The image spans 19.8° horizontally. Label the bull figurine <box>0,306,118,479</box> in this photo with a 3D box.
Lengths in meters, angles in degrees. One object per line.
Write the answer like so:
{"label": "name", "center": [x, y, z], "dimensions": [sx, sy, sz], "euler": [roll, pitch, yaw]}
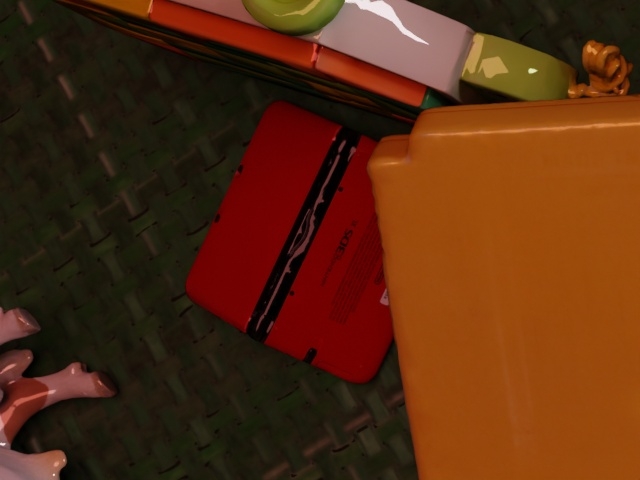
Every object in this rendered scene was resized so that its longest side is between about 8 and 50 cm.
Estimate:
{"label": "bull figurine", "center": [-0.173, 0.196, 1.156], "dimensions": [0.188, 0.101, 0.310], "euler": [-43, 75, 5]}

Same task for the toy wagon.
{"label": "toy wagon", "center": [0.004, -0.120, 1.044], "dimensions": [0.344, 0.267, 0.068], "euler": [19, 91, 19]}

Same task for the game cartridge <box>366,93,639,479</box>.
{"label": "game cartridge", "center": [0.186, 0.074, 0.994], "dimensions": [0.285, 0.052, 0.323], "euler": [-2, 114, 18]}

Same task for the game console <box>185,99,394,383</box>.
{"label": "game console", "center": [0.000, 0.000, 1.166], "dimensions": [0.124, 0.085, 0.144], "euler": [24, 93, -12]}
